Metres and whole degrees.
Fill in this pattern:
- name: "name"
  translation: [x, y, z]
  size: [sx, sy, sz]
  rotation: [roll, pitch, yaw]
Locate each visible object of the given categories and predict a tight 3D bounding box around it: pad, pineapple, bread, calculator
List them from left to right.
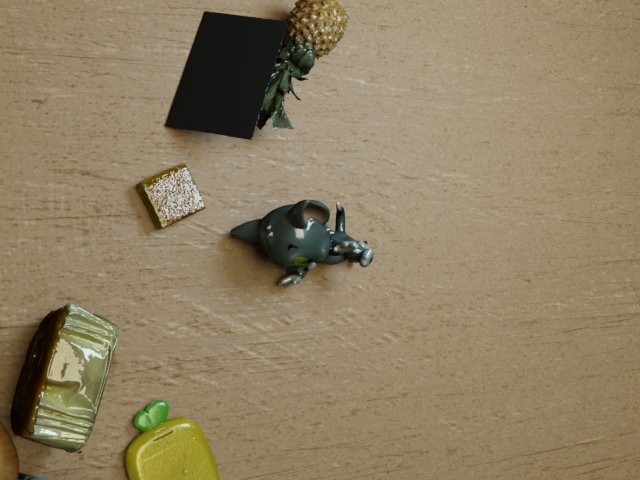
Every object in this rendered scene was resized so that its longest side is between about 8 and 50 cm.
- name: "bread"
  translation: [-0.389, 0.203, 1.359]
  size: [0.110, 0.192, 0.210]
  rotation: [20, 72, -24]
- name: "bread"
  translation: [-0.259, -0.077, 1.576]
  size: [0.094, 0.035, 0.090]
  rotation: [-29, 96, -31]
- name: "calculator"
  translation: [-0.244, 0.381, 1.506]
  size: [0.146, 0.032, 0.235]
  rotation: [-24, 95, -32]
- name: "pad"
  translation: [-0.168, -0.300, 1.625]
  size: [0.170, 0.006, 0.245]
  rotation: [10, 71, 14]
- name: "pineapple"
  translation: [-0.046, -0.328, 1.684]
  size: [0.130, 0.119, 0.277]
  rotation: [32, 72, -2]

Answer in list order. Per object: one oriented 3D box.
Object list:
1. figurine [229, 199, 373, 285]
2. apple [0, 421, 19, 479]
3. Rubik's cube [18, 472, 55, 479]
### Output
- name: "figurine"
  translation: [0.002, -0.004, 1.643]
  size: [0.265, 0.193, 0.140]
  rotation: [-11, 85, -44]
- name: "apple"
  translation: [-0.531, 0.323, 1.274]
  size: [0.209, 0.164, 0.209]
  rotation: [12, 64, -25]
- name: "Rubik's cube"
  translation: [-0.362, 0.464, 1.321]
  size: [0.205, 0.207, 0.205]
  rotation: [21, 71, -25]
